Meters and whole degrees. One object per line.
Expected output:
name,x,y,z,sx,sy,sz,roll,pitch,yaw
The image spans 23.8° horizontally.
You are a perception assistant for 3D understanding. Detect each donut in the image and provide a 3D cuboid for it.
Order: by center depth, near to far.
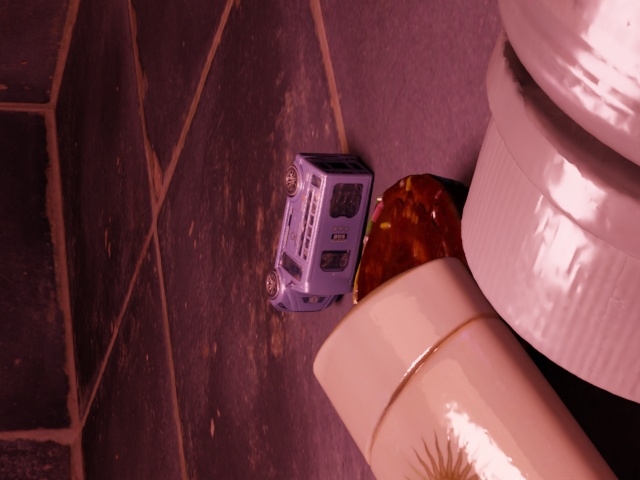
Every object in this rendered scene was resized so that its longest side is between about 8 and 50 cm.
donut,0.098,0.064,1.186,0.235,0.089,0.235,-179,90,-71

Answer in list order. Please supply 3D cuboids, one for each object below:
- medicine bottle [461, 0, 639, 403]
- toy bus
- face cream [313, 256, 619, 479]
medicine bottle,0.196,-0.098,0.658,0.245,0.245,0.306,-109,27,-46
toy bus,0.000,0.000,1.504,0.076,0.073,0.167,39,125,54
face cream,0.116,0.165,0.988,0.348,0.081,0.173,57,137,30
